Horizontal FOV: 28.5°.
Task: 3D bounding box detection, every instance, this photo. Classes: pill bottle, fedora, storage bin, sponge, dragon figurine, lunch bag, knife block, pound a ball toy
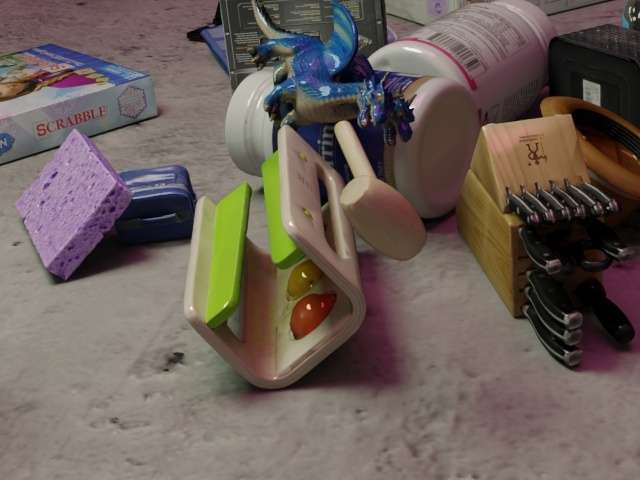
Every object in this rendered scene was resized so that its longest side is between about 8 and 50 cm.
[{"bbox_3d":[0.031,-0.117,1.409,0.264,0.153,0.153,12,29,36],"label":"pill bottle"},{"bbox_3d":[0.177,-0.200,1.553,0.160,0.160,0.283,10,28,33],"label":"pill bottle"},{"bbox_3d":[0.287,-0.071,1.290,0.194,0.079,0.194,25,27,-14],"label":"fedora"},{"bbox_3d":[0.358,-0.180,1.509,0.084,0.122,0.180,-17,26,-23],"label":"storage bin"},{"bbox_3d":[-0.274,-0.044,1.388,0.117,0.031,0.210,-50,30,2],"label":"sponge"},{"bbox_3d":[0.008,-0.186,1.309,0.144,0.085,0.289,-24,46,10],"label":"dragon figurine"},{"bbox_3d":[-0.178,-0.036,1.379,0.098,0.067,0.065,-8,40,1],"label":"lunch bag"},{"bbox_3d":[0.205,0.021,1.164,0.088,0.242,0.276,-7,-21,-5],"label":"knife block"},{"bbox_3d":[0.000,0.000,1.129,0.208,0.136,0.319,-40,20,13],"label":"pound a ball toy"}]

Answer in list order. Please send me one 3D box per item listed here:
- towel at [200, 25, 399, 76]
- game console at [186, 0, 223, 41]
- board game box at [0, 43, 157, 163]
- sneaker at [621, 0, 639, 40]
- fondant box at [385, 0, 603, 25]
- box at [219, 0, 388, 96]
[{"bbox_3d":[-0.034,-0.324,2.038,0.285,0.034,0.209,-15,32,-14],"label":"towel"},{"bbox_3d":[-0.148,-0.395,2.177,0.144,0.085,0.124,12,29,37],"label":"game console"},{"bbox_3d":[-0.453,-0.197,1.821,0.318,0.066,0.318,-23,28,-33],"label":"board game box"},{"bbox_3d":[0.598,-0.336,1.807,0.341,0.125,0.139,-14,29,-13],"label":"sneaker"},{"bbox_3d":[0.306,-0.448,2.173,0.330,0.096,0.238,-18,26,-22],"label":"fondant box"},{"bbox_3d":[-0.021,-0.297,1.798,0.231,0.183,0.056,-3,25,8],"label":"box"}]
